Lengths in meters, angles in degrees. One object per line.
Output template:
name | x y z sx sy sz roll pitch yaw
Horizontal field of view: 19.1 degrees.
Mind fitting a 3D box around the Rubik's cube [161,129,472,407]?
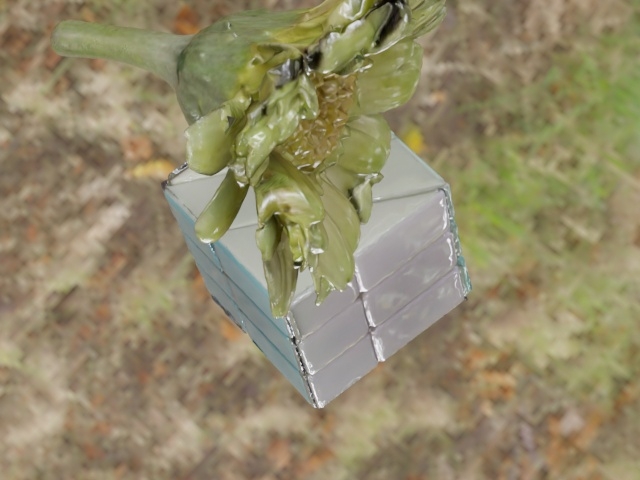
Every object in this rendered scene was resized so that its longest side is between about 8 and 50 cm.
Rubik's cube | 0.000 0.000 2.027 0.221 0.231 0.224 -37 146 -13

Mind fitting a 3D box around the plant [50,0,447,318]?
plant | -0.021 -0.129 1.358 0.261 0.297 0.306 -43 159 10
